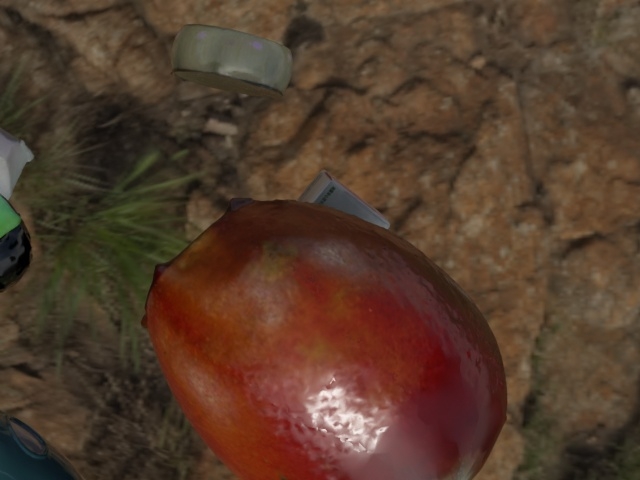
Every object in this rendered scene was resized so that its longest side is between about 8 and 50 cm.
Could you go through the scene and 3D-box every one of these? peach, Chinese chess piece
[{"bbox_3d":[-0.002,0.103,1.136,0.338,0.281,0.281,37,69,-13],"label":"peach"},{"bbox_3d":[-0.088,-0.178,1.290,0.122,0.122,0.051,11,89,-31],"label":"Chinese chess piece"}]

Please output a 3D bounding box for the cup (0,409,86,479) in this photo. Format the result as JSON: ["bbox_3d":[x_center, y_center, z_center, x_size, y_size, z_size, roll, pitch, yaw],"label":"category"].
[{"bbox_3d":[-0.258,0.232,1.053,0.167,0.300,0.173,-47,126,8],"label":"cup"}]

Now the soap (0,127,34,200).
[{"bbox_3d":[-0.656,-0.122,1.716,0.435,0.350,0.213,42,55,-48],"label":"soap"}]

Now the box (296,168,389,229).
[{"bbox_3d":[0.000,0.000,1.368,0.089,0.043,0.125,35,98,-22],"label":"box"}]

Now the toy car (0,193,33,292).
[{"bbox_3d":[-0.340,0.014,0.880,0.213,0.358,0.176,-43,111,-27],"label":"toy car"}]
